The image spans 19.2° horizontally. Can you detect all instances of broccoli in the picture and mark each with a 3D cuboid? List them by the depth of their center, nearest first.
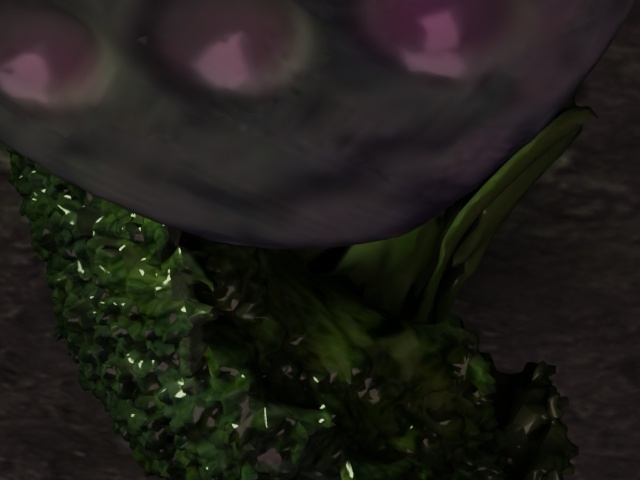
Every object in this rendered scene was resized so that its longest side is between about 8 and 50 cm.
[{"bbox_3d":[-0.015,0.015,1.034,0.375,0.302,0.249,46,145,2],"label":"broccoli"}]

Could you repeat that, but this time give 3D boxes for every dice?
[{"bbox_3d":[-0.017,-0.179,0.805,0.270,0.270,0.271,27,137,-18],"label":"dice"}]
